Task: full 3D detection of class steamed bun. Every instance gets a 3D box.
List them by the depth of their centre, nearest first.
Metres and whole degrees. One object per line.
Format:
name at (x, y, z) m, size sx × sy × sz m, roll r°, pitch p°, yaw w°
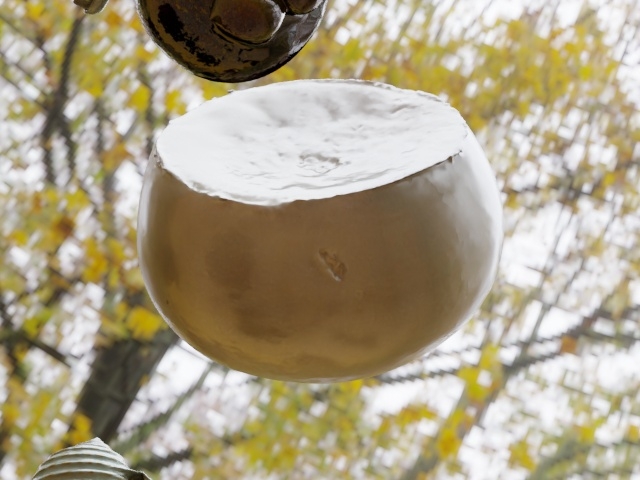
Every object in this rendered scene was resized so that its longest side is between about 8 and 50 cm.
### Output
steamed bun at (0.000, 0.000, 1.542) m, size 0.324 × 0.324 × 0.206 m, roll 6°, pitch -63°, yaw 20°

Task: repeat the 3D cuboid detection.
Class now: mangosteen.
mangosteen at (-0.047, -0.169, 1.135) m, size 0.137 × 0.137 × 0.151 m, roll 50°, pitch -22°, yaw -21°

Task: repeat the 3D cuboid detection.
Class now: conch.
conch at (-0.210, 0.263, 1.672) m, size 0.135 × 0.153 × 0.102 m, roll 9°, pitch 0°, yaw -13°

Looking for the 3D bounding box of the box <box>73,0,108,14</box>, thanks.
box at (-0.183, -0.282, 1.444) m, size 0.093 × 0.124 × 0.172 m, roll 22°, pitch -50°, yaw -19°
